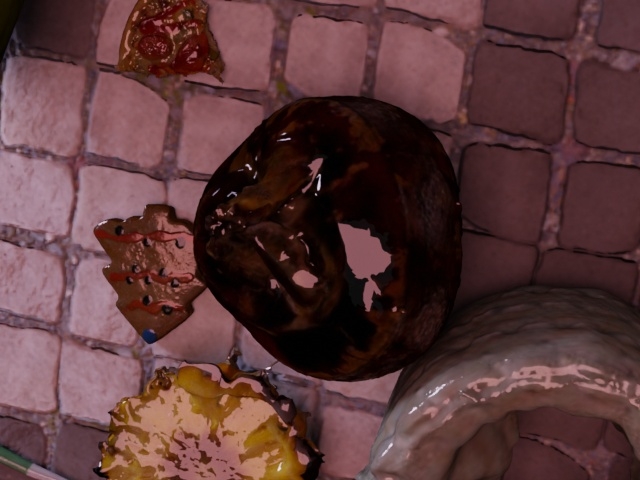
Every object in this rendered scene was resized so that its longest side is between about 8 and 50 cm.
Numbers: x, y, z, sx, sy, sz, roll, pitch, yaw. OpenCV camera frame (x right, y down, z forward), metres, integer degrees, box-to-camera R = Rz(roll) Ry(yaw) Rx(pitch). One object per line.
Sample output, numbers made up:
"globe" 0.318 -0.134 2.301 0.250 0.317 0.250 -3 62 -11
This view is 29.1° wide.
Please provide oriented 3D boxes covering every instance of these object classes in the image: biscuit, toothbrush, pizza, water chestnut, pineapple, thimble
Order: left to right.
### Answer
"toothbrush" -0.294 0.209 1.178 0.257 0.018 0.024 26 112 6
"biscuit" -0.148 0.031 1.108 0.119 0.019 0.130 5 102 12
"pizza" -0.129 -0.187 1.056 0.100 0.029 0.099 7 101 11
"pineapple" -0.094 0.199 1.099 0.224 0.076 0.225 2 101 10
"water chestnut" 0.000 0.000 0.963 0.223 0.238 0.224 5 99 37
"thimble" 0.174 0.187 0.975 0.291 0.195 0.291 2 101 11

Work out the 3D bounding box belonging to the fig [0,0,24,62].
"fig" -0.310 -0.242 1.006 0.314 0.233 0.233 -39 91 -20
